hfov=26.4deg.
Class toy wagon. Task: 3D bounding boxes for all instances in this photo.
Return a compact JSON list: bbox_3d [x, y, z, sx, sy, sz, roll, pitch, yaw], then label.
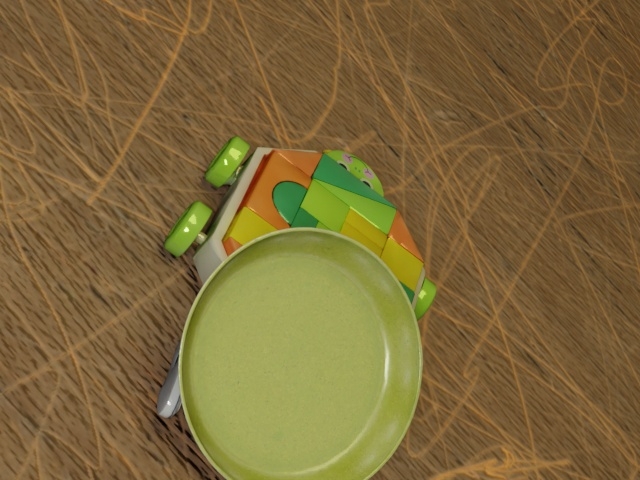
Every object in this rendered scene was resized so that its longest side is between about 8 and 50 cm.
[{"bbox_3d":[0.000,0.000,1.375,0.267,0.068,0.344,37,39,-11],"label":"toy wagon"}]

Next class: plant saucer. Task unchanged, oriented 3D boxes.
[{"bbox_3d":[-0.020,0.109,1.199,0.241,0.037,0.241,1,87,-29],"label":"plant saucer"}]

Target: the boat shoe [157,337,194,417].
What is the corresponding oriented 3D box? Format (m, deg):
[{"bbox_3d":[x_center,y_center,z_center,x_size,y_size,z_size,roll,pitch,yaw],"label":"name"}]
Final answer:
[{"bbox_3d":[-0.115,0.121,1.191,0.035,0.035,0.100,31,34,-13],"label":"boat shoe"}]
